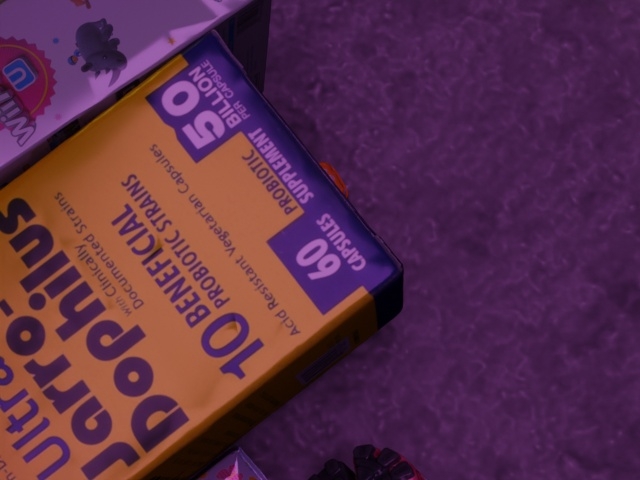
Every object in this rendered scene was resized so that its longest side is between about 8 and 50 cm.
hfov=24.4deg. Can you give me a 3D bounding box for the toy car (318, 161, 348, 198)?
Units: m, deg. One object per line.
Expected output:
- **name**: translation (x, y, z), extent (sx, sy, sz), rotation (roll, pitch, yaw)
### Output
- **toy car**: translation (0.000, 0.000, 1.077), extent (0.060, 0.040, 0.122), rotation (-13, 77, -6)

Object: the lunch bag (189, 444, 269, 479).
- **lunch bag**: translation (-0.057, 0.194, 1.021), extent (0.071, 0.053, 0.083), rotation (-37, 90, -9)

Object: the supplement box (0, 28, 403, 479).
- **supplement box**: translation (-0.142, 0.067, 0.954), extent (0.356, 0.195, 0.194), rotation (-38, 81, -3)

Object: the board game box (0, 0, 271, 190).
- **board game box**: translation (-0.182, -0.081, 0.995), extent (0.303, 0.224, 0.097), rotation (-37, 81, -11)

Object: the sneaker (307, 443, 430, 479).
- **sneaker**: translation (-0.018, 0.280, 0.975), extent (0.299, 0.121, 0.112), rotation (-45, 126, -1)
